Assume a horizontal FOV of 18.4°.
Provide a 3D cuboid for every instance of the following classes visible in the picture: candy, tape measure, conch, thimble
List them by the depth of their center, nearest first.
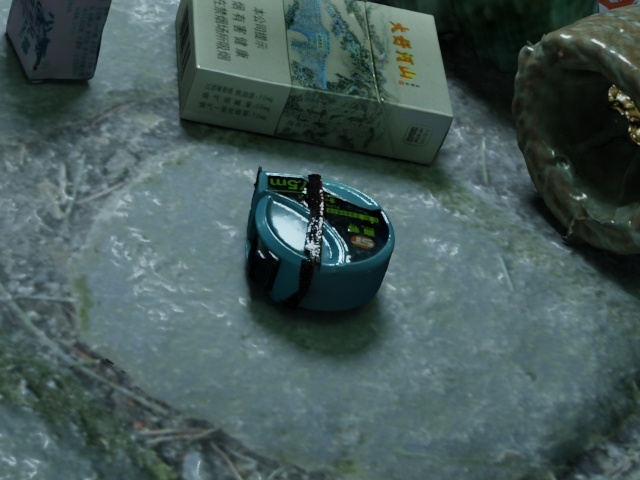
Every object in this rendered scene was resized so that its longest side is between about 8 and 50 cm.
[{"bbox_3d":[0.000,0.000,1.731,0.125,0.081,0.146,11,41,-9],"label":"tape measure"},{"bbox_3d":[-0.236,-0.229,1.814,0.073,0.160,0.092,-4,45,-24],"label":"candy"},{"bbox_3d":[0.298,-0.108,1.888,0.148,0.196,0.229,-24,93,-45],"label":"thimble"},{"bbox_3d":[0.154,-0.284,2.036,0.277,0.220,0.195,6,-1,9],"label":"conch"}]

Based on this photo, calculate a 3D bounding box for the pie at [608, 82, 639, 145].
[{"bbox_3d":[0.392,-0.133,2.084,0.274,0.055,0.274,9,40,-8],"label":"pie"}]

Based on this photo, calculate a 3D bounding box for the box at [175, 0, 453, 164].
[{"bbox_3d":[-0.009,-0.170,1.925,0.256,0.069,0.164,10,41,-15],"label":"box"}]

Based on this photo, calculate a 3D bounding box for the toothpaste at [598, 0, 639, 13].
[{"bbox_3d":[0.281,-0.246,2.165,0.089,0.057,0.234,29,32,9],"label":"toothpaste"}]
